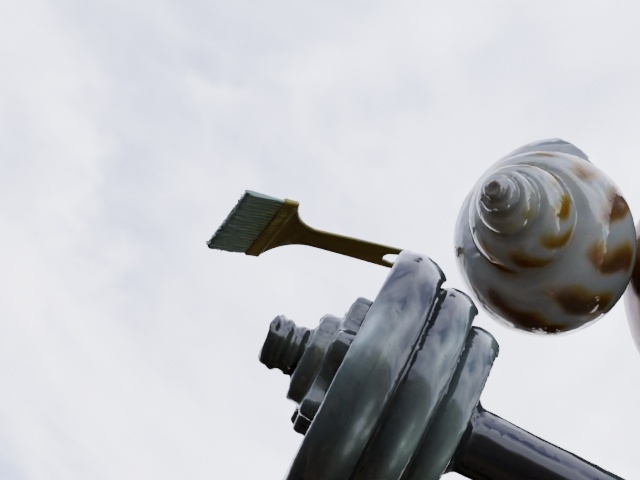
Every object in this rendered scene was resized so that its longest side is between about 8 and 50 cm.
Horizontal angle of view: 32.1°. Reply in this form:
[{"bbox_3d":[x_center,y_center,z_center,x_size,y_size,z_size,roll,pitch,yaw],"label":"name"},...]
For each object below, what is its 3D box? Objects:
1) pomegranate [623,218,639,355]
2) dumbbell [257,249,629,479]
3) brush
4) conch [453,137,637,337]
[{"bbox_3d":[0.454,0.046,1.008,0.338,0.338,0.338,24,-36,19],"label":"pomegranate"},{"bbox_3d":[0.148,0.147,0.649,0.406,0.179,0.179,27,-35,5],"label":"dumbbell"},{"bbox_3d":[0.000,0.000,1.059,0.205,0.011,0.083,13,-44,-29],"label":"brush"},{"bbox_3d":[0.191,-0.004,0.989,0.182,0.149,0.275,59,-10,25],"label":"conch"}]
